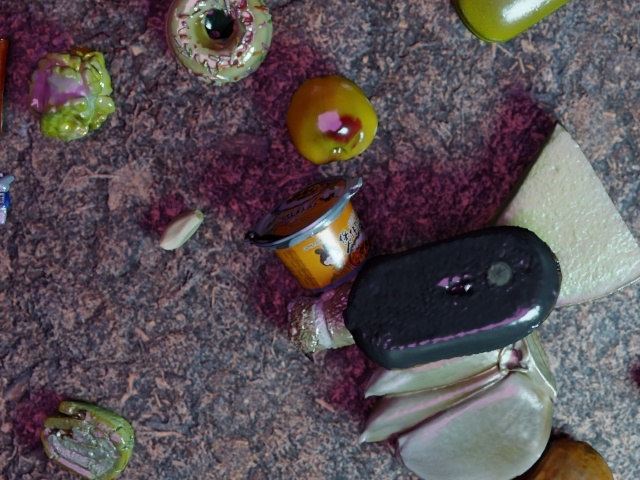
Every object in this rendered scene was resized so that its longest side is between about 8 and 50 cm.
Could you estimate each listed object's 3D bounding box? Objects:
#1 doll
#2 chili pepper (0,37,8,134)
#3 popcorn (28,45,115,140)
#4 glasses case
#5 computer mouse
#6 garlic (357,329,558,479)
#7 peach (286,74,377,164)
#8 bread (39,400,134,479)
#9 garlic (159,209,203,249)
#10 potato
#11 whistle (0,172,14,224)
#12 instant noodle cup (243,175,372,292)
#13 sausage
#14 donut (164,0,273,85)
[{"bbox_3d":[0.048,0.106,1.596,0.221,0.105,0.115,-28,70,1],"label":"doll"},{"bbox_3d":[-0.530,-0.238,1.603,0.088,0.065,0.169,2,104,19],"label":"chili pepper"},{"bbox_3d":[-0.388,-0.227,1.565,0.126,0.126,0.145,19,127,14],"label":"popcorn"},{"bbox_3d":[0.356,-0.449,1.485,0.371,0.141,0.173,-34,94,6],"label":"glasses case"},{"bbox_3d":[0.193,0.085,1.482,0.323,0.116,0.183,-14,64,12],"label":"computer mouse"},{"bbox_3d":[0.229,0.259,1.587,0.325,0.132,0.279,-32,97,17],"label":"garlic"},{"bbox_3d":[0.016,-0.188,1.547,0.138,0.138,0.138,0,98,3],"label":"peach"},{"bbox_3d":[-0.388,0.331,1.669,0.156,0.064,0.117,22,97,-2],"label":"bread"},{"bbox_3d":[-0.220,-0.022,1.616,0.083,0.053,0.041,-40,96,16],"label":"garlic"},{"bbox_3d":[0.331,-0.012,1.566,0.255,0.112,0.269,-31,93,13],"label":"potato"},{"bbox_3d":[-0.516,-0.068,1.639,0.033,0.029,0.083,2,91,-13],"label":"whistle"},{"bbox_3d":[0.000,0.000,1.560,0.208,0.177,0.125,-19,113,35],"label":"instant noodle cup"},{"bbox_3d":[0.356,0.435,1.592,0.141,0.153,0.268,43,81,1],"label":"sausage"},{"bbox_3d":[-0.159,-0.327,1.564,0.174,0.068,0.174,0,97,4],"label":"donut"}]
